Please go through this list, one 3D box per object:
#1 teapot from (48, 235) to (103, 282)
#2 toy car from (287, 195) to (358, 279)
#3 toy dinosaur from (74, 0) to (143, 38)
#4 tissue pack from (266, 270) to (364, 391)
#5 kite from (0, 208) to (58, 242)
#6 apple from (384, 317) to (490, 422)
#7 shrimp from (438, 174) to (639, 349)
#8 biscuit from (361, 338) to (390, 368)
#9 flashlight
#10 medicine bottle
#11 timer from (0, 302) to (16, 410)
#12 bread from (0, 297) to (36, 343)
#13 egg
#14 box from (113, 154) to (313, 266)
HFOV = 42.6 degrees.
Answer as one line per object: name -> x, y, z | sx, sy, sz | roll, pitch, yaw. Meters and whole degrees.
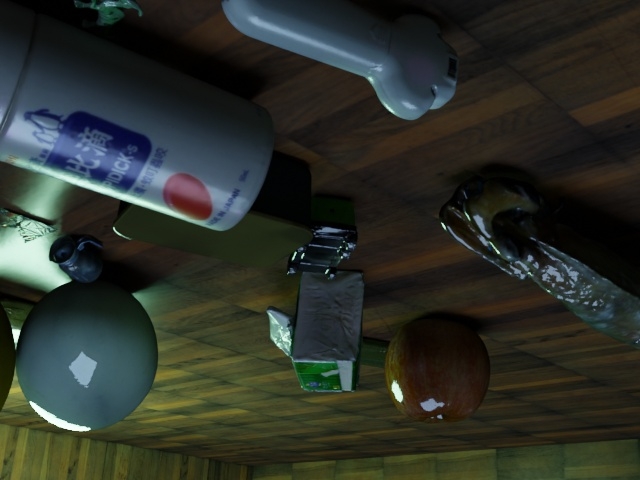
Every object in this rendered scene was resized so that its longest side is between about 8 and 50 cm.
teapot -> -0.347, 0.029, 1.192 | 0.064, 0.049, 0.083 | -3, 157, 16
toy car -> 0.000, 0.000, 1.057 | 0.071, 0.062, 0.165 | 7, 157, -8
toy dinosaur -> -0.169, -0.188, 0.677 | 0.062, 0.021, 0.083 | 2, 174, 17
tissue pack -> -0.009, 0.148, 1.311 | 0.156, 0.148, 0.209 | 2, 158, 2
kite -> -0.410, -0.020, 1.141 | 0.090, 0.004, 0.122 | 2, 158, 4
apple -> 0.207, 0.234, 1.458 | 0.188, 0.173, 0.188 | 1, 160, 0
shrimp -> 0.313, 0.036, 1.040 | 0.446, 0.110, 0.221 | 32, 180, -38
biscuit -> 0.097, 0.225, 1.632 | 0.323, 0.038, 0.099 | 14, 153, -24
flashlight -> 0.016, -0.159, 0.643 | 0.200, 0.093, 0.047 | 18, 154, -19
medicine bottle -> -0.216, -0.117, 0.707 | 0.341, 0.130, 0.130 | 20, 153, -29
timer -> -0.655, 0.186, 1.244 | 0.376, 0.376, 0.387 | 19, 163, -34
bread -> -0.593, 0.150, 1.509 | 0.178, 0.060, 0.139 | -15, 153, 36
egg -> -0.383, 0.186, 1.353 | 0.230, 0.229, 0.371 | 8, 150, -11
box -> -0.117, -0.047, 0.922 | 0.201, 0.090, 0.144 | 15, 155, -25
